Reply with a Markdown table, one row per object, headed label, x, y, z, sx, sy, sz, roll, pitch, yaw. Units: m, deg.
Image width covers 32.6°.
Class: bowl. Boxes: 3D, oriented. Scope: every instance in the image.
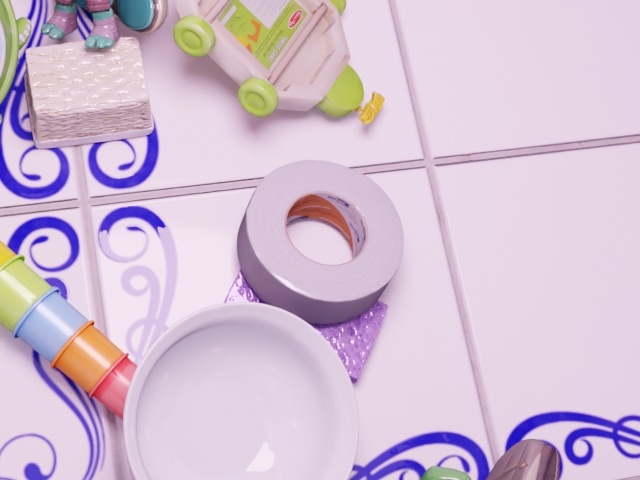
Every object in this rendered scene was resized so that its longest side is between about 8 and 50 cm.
| label | x | y | z | sx | sy | sz | roll | pitch | yaw |
| --- | --- | --- | --- | --- | --- | --- | --- | --- | --- |
| bowl | -0.112 | 0.231 | 1.359 | 0.298 | 0.134 | 0.297 | 6 | 75 | -22 |

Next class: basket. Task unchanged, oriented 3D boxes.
| label | x | y | z | sx | sy | sz | roll | pitch | yaw |
| --- | --- | --- | --- | --- | --- | --- | --- | --- | --- |
| basket | -0.317 | -0.203 | 1.492 | 0.167 | 0.103 | 0.113 | -10 | 73 | -12 |

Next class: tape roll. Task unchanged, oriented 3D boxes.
| label | x | y | z | sx | sy | sz | roll | pitch | yaw |
| --- | --- | --- | --- | --- | --- | --- | --- | --- | --- |
| tape roll | 0.000 | 0.000 | 1.479 | 0.219 | 0.072 | 0.219 | 8 | 59 | -13 |

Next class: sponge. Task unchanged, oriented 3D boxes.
| label | x | y | z | sx | sy | sz | roll | pitch | yaw |
| --- | --- | --- | --- | --- | --- | --- | --- | --- | --- |
| sponge | -0.024 | 0.100 | 1.487 | 0.210 | 0.031 | 0.117 | 24 | 69 | -1 |

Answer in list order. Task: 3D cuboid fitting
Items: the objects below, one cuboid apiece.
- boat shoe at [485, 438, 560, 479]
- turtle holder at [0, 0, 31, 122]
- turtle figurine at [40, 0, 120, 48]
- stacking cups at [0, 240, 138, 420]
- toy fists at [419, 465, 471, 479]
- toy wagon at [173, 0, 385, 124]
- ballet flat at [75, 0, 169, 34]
| label | x | y | z | sx | sy | sz | roll | pitch | yaw |
| --- | --- | --- | --- | --- | --- | --- | --- | --- | --- |
| boat shoe | 0.256 | 0.435 | 1.394 | 0.130 | 0.132 | 0.355 | 19 | 78 | -14 |
| turtle holder | -0.541 | -0.227 | 1.378 | 0.320 | 0.227 | 0.243 | -38 | 90 | 7 |
| turtle figurine | -0.318 | -0.373 | 1.409 | 0.118 | 0.234 | 0.175 | -26 | 40 | -35 |
| stacking cups | -0.346 | 0.117 | 1.396 | 0.316 | 0.096 | 0.096 | 43 | 70 | 2 |
| toy fists | 0.100 | 0.402 | 1.353 | 0.096 | 0.142 | 0.279 | 37 | 69 | 3 |
| toy wagon | -0.054 | -0.284 | 1.545 | 0.344 | 0.068 | 0.267 | 44 | 49 | -16 |
| ballet flat | -0.256 | -0.338 | 1.505 | 0.086 | 0.086 | 0.248 | -38 | 40 | -19 |
